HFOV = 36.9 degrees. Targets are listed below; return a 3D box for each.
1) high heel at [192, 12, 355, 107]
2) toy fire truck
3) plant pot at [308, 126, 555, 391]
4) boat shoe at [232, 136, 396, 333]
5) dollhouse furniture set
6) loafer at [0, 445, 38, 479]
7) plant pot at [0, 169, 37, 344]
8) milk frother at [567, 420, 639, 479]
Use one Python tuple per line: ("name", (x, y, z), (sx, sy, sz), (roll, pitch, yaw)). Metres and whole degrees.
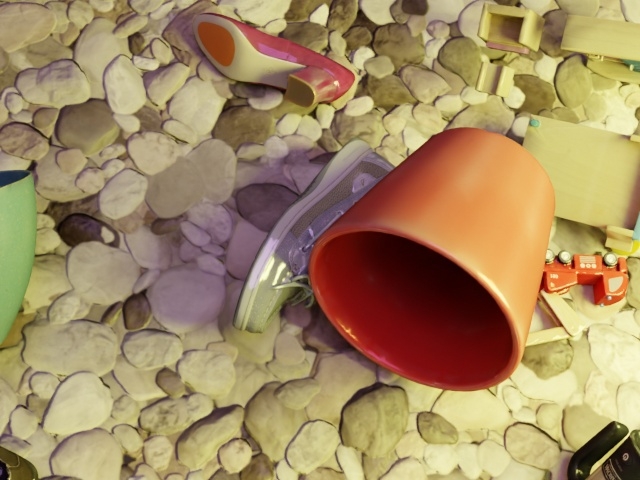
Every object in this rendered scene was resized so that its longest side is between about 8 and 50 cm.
("high heel", (-0.068, -0.273, 1.398), (0.244, 0.082, 0.117), (29, 35, 22))
("toy fire truck", (0.316, 0.082, 1.275), (0.191, 0.047, 0.135), (4, 67, -4))
("plant pot", (0.159, 0.006, 1.186), (0.274, 0.275, 0.243), (30, 54, 8))
("boat shoe", (0.000, 0.000, 1.251), (0.103, 0.118, 0.320), (33, 60, 9))
("dollhouse furniture set", (0.358, -0.153, 1.372), (0.286, 0.198, 0.304), (15, 97, 25))
("loafer", (-0.437, 0.242, 1.127), (0.219, 0.078, 0.080), (19, 66, 4))
("plant pot", (-0.464, 0.044, 1.131), (0.290, 0.290, 0.196), (-13, 103, -10))
("milk frother", (0.381, 0.303, 1.151), (0.143, 0.135, 0.129), (33, 25, -9))
